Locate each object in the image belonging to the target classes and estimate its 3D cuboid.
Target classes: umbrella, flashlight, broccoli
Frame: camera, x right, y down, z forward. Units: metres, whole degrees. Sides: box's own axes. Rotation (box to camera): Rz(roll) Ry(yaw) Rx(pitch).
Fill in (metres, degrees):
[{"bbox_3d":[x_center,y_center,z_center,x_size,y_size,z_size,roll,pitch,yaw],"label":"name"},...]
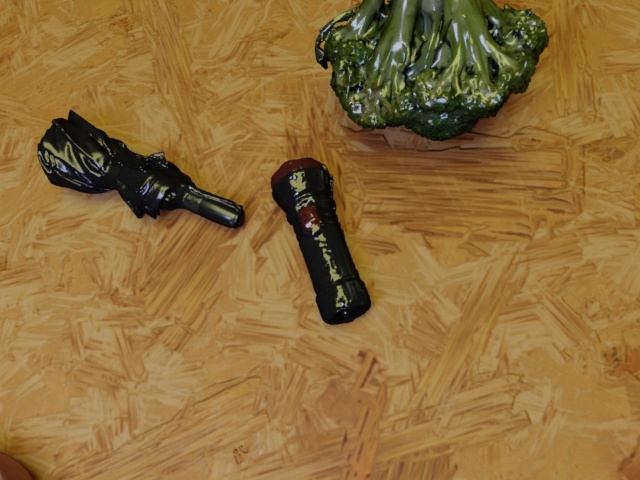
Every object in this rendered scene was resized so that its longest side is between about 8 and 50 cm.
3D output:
[{"bbox_3d":[-0.270,-0.093,0.858,0.339,0.118,0.118,21,70,9],"label":"umbrella"},{"bbox_3d":[0.000,0.000,0.783,0.092,0.093,0.232,-18,66,-2],"label":"flashlight"},{"bbox_3d":[0.159,-0.292,0.792,0.321,0.284,0.304,19,54,29],"label":"broccoli"}]

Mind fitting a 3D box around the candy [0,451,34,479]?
[{"bbox_3d":[-0.458,0.366,0.666,0.255,0.094,0.256,-4,65,8],"label":"candy"}]
